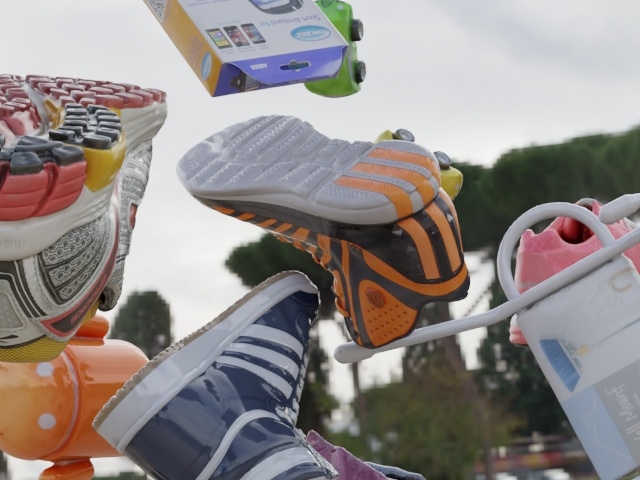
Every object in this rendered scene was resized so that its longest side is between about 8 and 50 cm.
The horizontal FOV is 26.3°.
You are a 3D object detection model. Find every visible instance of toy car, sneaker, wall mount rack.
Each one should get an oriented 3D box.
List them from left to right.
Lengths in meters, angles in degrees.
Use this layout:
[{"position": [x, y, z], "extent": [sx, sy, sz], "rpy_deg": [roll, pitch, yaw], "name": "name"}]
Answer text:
[{"position": [-0.115, -0.017, 0.561], "extent": [0.088, 0.092, 0.225], "rpy_deg": [6, 15, 0], "name": "sneaker"}, {"position": [-0.040, 0.128, 1.042], "extent": [0.099, 0.153, 0.282], "rpy_deg": [-51, -9, 29], "name": "sneaker"}, {"position": [0.000, 0.000, 1.199], "extent": [0.124, 0.180, 0.321], "rpy_deg": [-38, 33, -24], "name": "sneaker"}, {"position": [0.011, -0.121, 1.327], "extent": [0.239, 0.053, 0.225], "rpy_deg": [2, -58, 17], "name": "toy car"}, {"position": [0.201, 0.125, 1.182], "extent": [0.304, 0.350, 0.130], "rpy_deg": [-31, -27, 12], "name": "wall mount rack"}, {"position": [0.309, 0.018, 1.424], "extent": [0.116, 0.136, 0.314], "rpy_deg": [1, 12, 43], "name": "sneaker"}]

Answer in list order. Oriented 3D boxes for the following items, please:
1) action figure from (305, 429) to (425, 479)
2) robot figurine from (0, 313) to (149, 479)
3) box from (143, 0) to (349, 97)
[{"position": [-0.054, 0.348, 1.322], "extent": [0.276, 0.370, 0.248], "rpy_deg": [35, -35, 7], "name": "action figure"}, {"position": [-0.255, 0.164, 1.407], "extent": [0.219, 0.128, 0.158], "rpy_deg": [8, -60, -49], "name": "robot figurine"}, {"position": [-0.046, -0.124, 0.743], "extent": [0.081, 0.136, 0.028], "rpy_deg": [-13, -35, -32], "name": "box"}]
